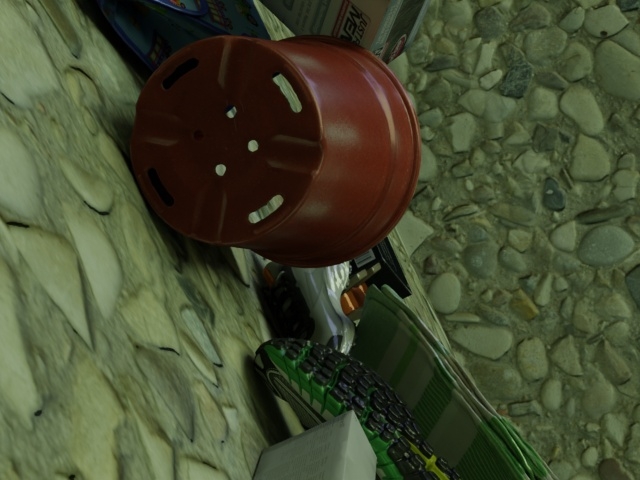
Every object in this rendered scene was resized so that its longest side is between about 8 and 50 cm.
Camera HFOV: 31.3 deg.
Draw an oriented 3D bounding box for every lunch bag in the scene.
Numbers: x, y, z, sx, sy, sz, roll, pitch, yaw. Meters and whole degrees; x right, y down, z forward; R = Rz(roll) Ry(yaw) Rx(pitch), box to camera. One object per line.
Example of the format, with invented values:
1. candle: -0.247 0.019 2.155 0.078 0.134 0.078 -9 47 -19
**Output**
1. lunch bag: -0.207 -0.303 1.366 0.293 0.138 0.221 29 30 -50

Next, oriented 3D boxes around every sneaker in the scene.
1. sneaker: -0.023 0.087 1.374 0.108 0.100 0.272 26 31 -21
2. sneaker: 0.037 0.239 1.149 0.343 0.146 0.134 51 18 18

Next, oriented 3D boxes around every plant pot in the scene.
1. plant pot: -0.053 -0.100 1.204 0.272 0.272 0.265 64 16 6

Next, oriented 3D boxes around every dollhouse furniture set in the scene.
1. dollhouse furniture set: 0.000 0.000 1.725 0.262 0.135 0.259 63 20 1

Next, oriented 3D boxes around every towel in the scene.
1. towel: 0.132 0.233 1.332 0.325 0.038 0.248 50 -36 26

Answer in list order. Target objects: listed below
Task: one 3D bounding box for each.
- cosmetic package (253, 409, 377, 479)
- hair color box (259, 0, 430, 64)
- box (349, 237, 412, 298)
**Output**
1. cosmetic package: -0.008 0.225 0.966 0.060 0.098 0.239 62 9 -7
2. hair color box: -0.034 -0.379 1.355 0.374 0.113 0.185 45 -27 11
3. box: 0.053 -0.019 2.049 0.184 0.103 0.261 43 22 -59
